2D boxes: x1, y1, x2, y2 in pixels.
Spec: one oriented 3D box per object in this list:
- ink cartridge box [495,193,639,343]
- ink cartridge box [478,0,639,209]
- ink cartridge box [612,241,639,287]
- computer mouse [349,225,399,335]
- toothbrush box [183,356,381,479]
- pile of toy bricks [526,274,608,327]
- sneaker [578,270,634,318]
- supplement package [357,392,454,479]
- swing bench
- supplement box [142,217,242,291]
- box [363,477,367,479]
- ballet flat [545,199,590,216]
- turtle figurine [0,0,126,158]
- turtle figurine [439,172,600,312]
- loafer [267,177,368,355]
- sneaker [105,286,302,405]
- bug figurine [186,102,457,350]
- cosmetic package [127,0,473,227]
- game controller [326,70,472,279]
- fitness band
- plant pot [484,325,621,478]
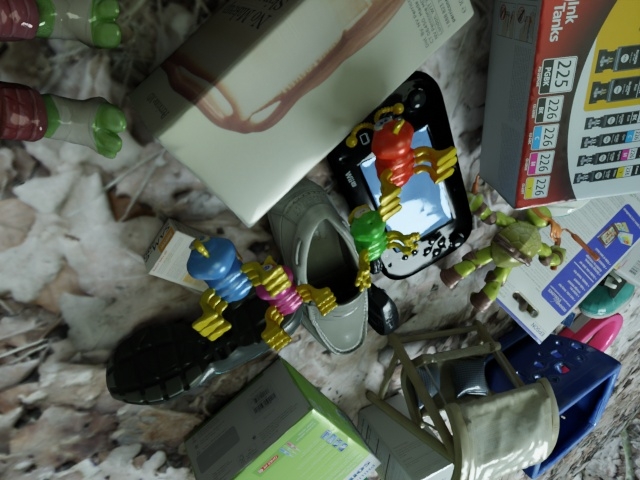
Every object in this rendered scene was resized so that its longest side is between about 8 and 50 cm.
[{"bbox_3d":[0.481,0.004,0.895,0.175,0.069,0.371,42,91,-14],"label":"ink cartridge box"},{"bbox_3d":[0.374,-0.221,0.618,0.271,0.130,0.310,-8,121,-3],"label":"ink cartridge box"},{"bbox_3d":[0.649,0.009,1.013,0.104,0.181,0.061,-54,168,8],"label":"ink cartridge box"},{"bbox_3d":[0.085,0.061,0.718,0.041,0.071,0.242,-33,136,-18],"label":"computer mouse"},{"bbox_3d":[-0.053,0.360,0.793,0.206,0.122,0.283,-41,131,-4],"label":"toothbrush box"},{"bbox_3d":[0.529,0.083,1.012,0.105,0.118,0.212,-12,122,-74],"label":"pile of toy bricks"},{"bbox_3d":[0.703,0.047,1.087,0.302,0.108,0.121,-42,131,-13],"label":"sneaker"},{"bbox_3d":[0.162,0.414,0.923,0.105,0.179,0.105,-13,125,-25],"label":"supplement package"},{"bbox_3d":[0.269,0.296,0.865,0.253,0.255,0.165,-2,119,-32],"label":"swing bench"},{"bbox_3d":[-0.154,0.022,0.570,0.098,0.036,0.062,29,101,-41],"label":"supplement box"},{"bbox_3d":[0.059,0.490,0.956,0.043,0.105,0.179,-21,128,-19],"label":"box"},{"bbox_3d":[0.500,-0.213,0.781,0.400,0.139,0.139,-47,132,7],"label":"ballet flat"},{"bbox_3d":[-0.250,-0.121,0.288,0.266,0.198,0.274,-12,168,-46],"label":"turtle figurine"},{"bbox_3d":[0.324,0.023,0.790,0.269,0.087,0.217,32,113,-14],"label":"turtle figurine"},{"bbox_3d":[0.012,0.065,0.651,0.112,0.111,0.319,-31,130,-11],"label":"loafer"},{"bbox_3d":[-0.142,0.144,0.614,0.267,0.101,0.106,-21,157,-2],"label":"sneaker"},{"bbox_3d":[0.000,0.000,0.464,0.279,0.072,0.216,-34,150,-12],"label":"bug figurine"},{"bbox_3d":[-0.023,-0.178,0.450,0.296,0.153,0.129,-45,131,-2],"label":"cosmetic package"},{"bbox_3d":[0.121,-0.072,0.664,0.166,0.067,0.319,-36,131,-7],"label":"game controller"},{"bbox_3d":[0.706,0.300,1.278,0.291,0.054,0.209,-42,132,-1],"label":"fitness band"},{"bbox_3d":[0.476,0.334,1.043,0.236,0.212,0.236,-25,129,-23],"label":"plant pot"}]
